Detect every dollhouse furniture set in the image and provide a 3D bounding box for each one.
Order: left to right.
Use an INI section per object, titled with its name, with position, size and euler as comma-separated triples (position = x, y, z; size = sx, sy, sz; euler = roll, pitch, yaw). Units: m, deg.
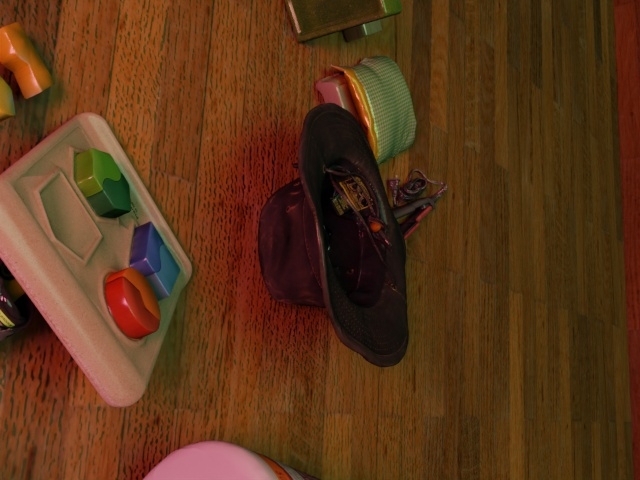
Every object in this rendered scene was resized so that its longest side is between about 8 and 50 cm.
[dollhouse furniture set]
position = 0.097, -0.258, 1.007
size = 0.198, 0.151, 0.301
euler = -34, 111, -48

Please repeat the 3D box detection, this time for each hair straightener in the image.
[hair straightener]
position = 0.143, -0.065, 1.114
size = 0.230, 0.047, 0.089
euler = -33, 110, -48

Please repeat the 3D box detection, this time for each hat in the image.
[hat]
position = 0.000, 0.000, 0.863
size = 0.331, 0.134, 0.331
euler = -14, 90, -69

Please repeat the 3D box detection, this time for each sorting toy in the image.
[sorting toy]
position = -0.208, -0.037, 0.620
size = 0.229, 0.041, 0.307
euler = -82, 149, -64

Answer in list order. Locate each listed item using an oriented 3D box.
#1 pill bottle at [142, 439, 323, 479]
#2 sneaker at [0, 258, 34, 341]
[pill bottle]
position = -0.007, 0.367, 0.723
size = 0.392, 0.224, 0.224
euler = 38, 57, -40
[sneaker]
position = -0.279, 0.060, 0.557
size = 0.067, 0.078, 0.188
euler = 58, 45, -26
